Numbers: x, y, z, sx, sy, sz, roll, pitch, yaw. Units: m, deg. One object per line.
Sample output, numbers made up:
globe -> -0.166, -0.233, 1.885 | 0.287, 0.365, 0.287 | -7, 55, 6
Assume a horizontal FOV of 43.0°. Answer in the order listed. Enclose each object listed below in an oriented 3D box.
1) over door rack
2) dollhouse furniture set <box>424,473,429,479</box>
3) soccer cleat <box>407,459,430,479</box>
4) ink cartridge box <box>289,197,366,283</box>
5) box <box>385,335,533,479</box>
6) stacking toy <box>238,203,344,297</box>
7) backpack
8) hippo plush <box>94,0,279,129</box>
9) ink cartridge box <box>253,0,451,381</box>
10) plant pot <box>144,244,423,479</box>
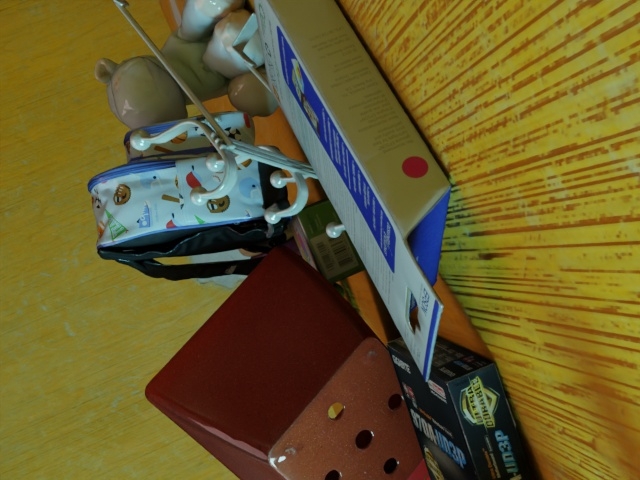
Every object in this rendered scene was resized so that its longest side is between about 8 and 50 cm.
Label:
over door rack -> -0.105, -0.147, 0.901 | 0.239, 0.108, 0.324 | 12, -136, -53
dollhouse furniture set -> 0.146, 0.303, 1.005 | 0.114, 0.081, 0.091 | 103, 143, -77
soccer cleat -> 0.174, 0.425, 1.207 | 0.248, 0.083, 0.095 | 58, 173, 35
ink cartridge box -> 0.000, 0.000, 1.182 | 0.209, 0.062, 0.109 | -175, 62, -81
box -> 0.139, 0.191, 0.808 | 0.220, 0.051, 0.175 | -167, 58, -80
stacking toy -> 0.000, 0.110, 1.350 | 0.330, 0.141, 0.141 | 60, 173, -7
backpack -> -0.182, -0.057, 1.113 | 0.276, 0.263, 0.213 | 111, 143, -77
hippo plush -> -0.217, -0.273, 1.205 | 0.294, 0.237, 0.234 | -130, 18, -64
ink cartridge box -> 0.037, -0.070, 0.725 | 0.175, 0.069, 0.370 | 83, 165, -62
plant pot -> -0.008, 0.205, 1.010 | 0.267, 0.267, 0.236 | 49, 166, -28
